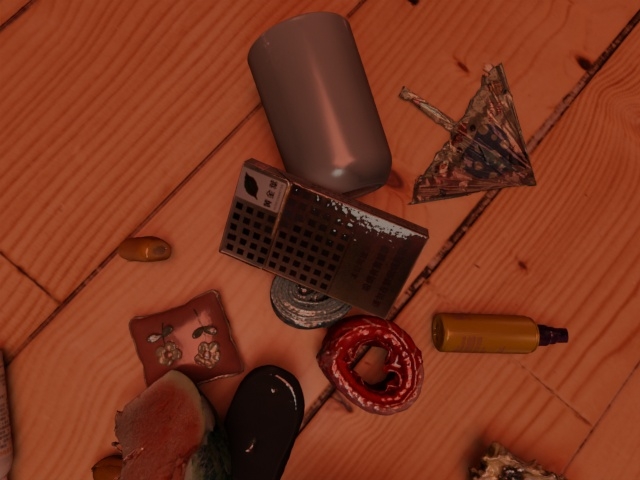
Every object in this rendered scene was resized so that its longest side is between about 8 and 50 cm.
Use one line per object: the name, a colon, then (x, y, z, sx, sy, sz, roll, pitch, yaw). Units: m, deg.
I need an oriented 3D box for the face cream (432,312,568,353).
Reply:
face cream: (0.369, 0.189, 0.852, 0.274, 0.078, 0.077, 3, 83, -6)

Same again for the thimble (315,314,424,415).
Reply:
thimble: (0.097, 0.228, 0.795, 0.190, 0.125, 0.163, 35, 80, -2)

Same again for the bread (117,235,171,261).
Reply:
bread: (-0.337, 0.016, 0.813, 0.062, 0.103, 0.049, -7, 97, -50)

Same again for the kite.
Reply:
kite: (0.326, -0.224, 0.925, 0.369, 0.014, 0.405, 34, 81, -2)

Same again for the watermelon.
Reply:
watermelon: (-0.224, 0.368, 0.645, 0.180, 0.305, 0.223, -5, 121, -21)

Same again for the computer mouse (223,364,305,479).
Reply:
computer mouse: (-0.109, 0.345, 0.776, 0.138, 0.086, 0.269, 22, 97, 9)

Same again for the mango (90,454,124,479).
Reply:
mango: (-0.349, 0.431, 0.754, 0.127, 0.063, 0.077, 34, 88, -2)

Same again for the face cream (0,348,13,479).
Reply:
face cream: (-0.587, 0.328, 0.730, 0.082, 0.082, 0.268, -8, 84, -7)

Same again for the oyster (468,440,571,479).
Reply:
oyster: (0.420, 0.526, 0.820, 0.201, 0.107, 0.354, -25, 99, 11)

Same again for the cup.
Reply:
cup: (0.004, -0.229, 0.798, 0.206, 0.205, 0.311, -17, 88, -8)

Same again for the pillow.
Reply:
pillow: (-0.251, 0.197, 0.784, 0.179, 0.075, 0.171, -19, 87, -7)

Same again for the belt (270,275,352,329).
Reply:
belt: (-0.014, 0.103, 0.818, 0.163, 0.082, 0.147, 22, 71, 0)

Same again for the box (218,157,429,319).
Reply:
box: (-0.001, 0.001, 0.731, 0.325, 0.047, 0.180, 22, 116, 0)
